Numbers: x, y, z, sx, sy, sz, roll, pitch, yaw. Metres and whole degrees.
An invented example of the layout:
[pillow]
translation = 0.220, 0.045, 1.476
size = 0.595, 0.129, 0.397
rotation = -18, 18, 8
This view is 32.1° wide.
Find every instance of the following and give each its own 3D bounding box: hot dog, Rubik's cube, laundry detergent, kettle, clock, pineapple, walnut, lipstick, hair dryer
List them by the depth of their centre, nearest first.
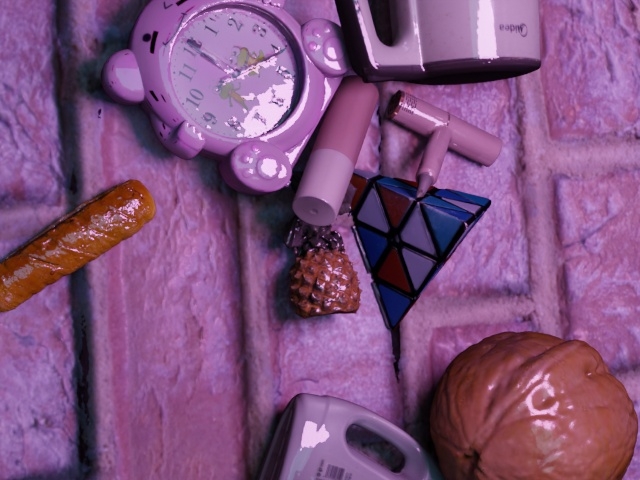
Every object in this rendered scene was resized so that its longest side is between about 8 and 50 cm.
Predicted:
[hot dog]
translation = -0.365, 0.009, 1.621
size = 0.286, 0.061, 0.088
rotation = -39, 110, -13
[clock]
translation = -0.140, -0.252, 1.670
size = 0.322, 0.113, 0.295
rotation = 31, 80, -12
[lipstick]
translation = 0.025, -0.139, 1.682
size = 0.070, 0.070, 0.254
rotation = 30, 53, -14
[kettle]
translation = 0.172, -0.432, 1.692
size = 0.361, 0.250, 0.376
rotation = -6, 92, -31
[walnut]
translation = 0.325, 0.280, 1.695
size = 0.333, 0.333, 0.333
rotation = 1, 88, -17
[pineapple]
translation = 0.000, 0.000, 1.711
size = 0.119, 0.111, 0.237
rotation = 5, 76, -58
[laundry detergent]
translation = 0.104, 0.406, 1.712
size = 0.398, 0.125, 0.264
rotation = 20, 81, -16
[hair dryer]
translation = 0.198, -0.127, 1.735
size = 0.195, 0.053, 0.220
rotation = 23, 37, -16
[Rubik's cube]
translation = 0.162, 0.033, 1.779
size = 0.250, 0.284, 0.234
rotation = -2, 110, -49
